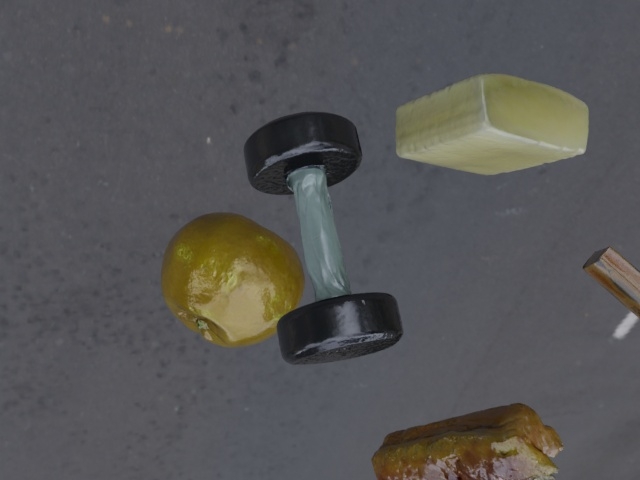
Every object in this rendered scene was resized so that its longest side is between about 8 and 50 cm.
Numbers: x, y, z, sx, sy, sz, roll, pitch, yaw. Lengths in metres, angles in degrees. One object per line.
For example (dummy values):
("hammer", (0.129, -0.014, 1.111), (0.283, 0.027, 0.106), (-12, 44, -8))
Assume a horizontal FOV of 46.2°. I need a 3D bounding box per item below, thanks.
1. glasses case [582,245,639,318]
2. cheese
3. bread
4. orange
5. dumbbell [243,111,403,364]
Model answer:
("glasses case", (0.437, 0.081, 1.021), (0.041, 0.170, 0.064), (-46, 173, -5))
("cheese", (0.303, -0.203, 1.361), (0.243, 0.123, 0.265), (4, 174, -27))
("bread", (0.238, 0.367, 1.184), (0.185, 0.109, 0.380), (47, 144, -6))
("orange", (-0.168, 0.076, 1.416), (0.279, 0.235, 0.279), (23, 162, 8))
("dumbbell", (0.000, 0.000, 0.613), (0.100, 0.191, 0.100), (-10, 163, -3))
